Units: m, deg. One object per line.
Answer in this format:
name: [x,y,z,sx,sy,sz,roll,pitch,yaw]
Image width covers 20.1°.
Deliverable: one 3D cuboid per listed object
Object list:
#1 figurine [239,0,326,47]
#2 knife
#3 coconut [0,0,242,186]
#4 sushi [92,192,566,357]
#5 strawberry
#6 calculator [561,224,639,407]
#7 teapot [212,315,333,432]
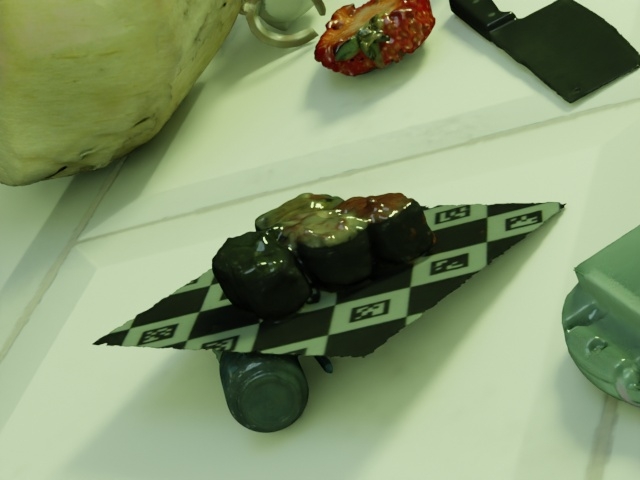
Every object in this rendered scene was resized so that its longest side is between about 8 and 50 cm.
figurine: [-0.029,-0.235,1.556,0.132,0.132,0.154,-19,41,19]
knife: [0.163,-0.157,1.338,0.072,0.019,0.245,-28,30,-6]
coconut: [-0.238,-0.217,1.479,0.352,0.352,0.352,-22,28,13]
sushi: [0.000,0.000,1.127,0.231,0.047,0.219,0,24,42]
strawberry: [0.045,-0.165,1.430,0.104,0.048,0.152,-32,13,9]
calculator: [0.240,0.002,0.960,0.246,0.045,0.141,-33,28,-9]
teapot: [-0.029,0.076,1.083,0.063,0.049,0.083,-29,24,2]
